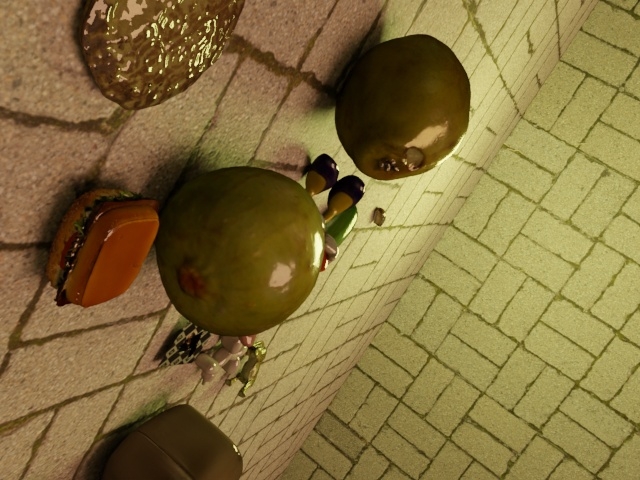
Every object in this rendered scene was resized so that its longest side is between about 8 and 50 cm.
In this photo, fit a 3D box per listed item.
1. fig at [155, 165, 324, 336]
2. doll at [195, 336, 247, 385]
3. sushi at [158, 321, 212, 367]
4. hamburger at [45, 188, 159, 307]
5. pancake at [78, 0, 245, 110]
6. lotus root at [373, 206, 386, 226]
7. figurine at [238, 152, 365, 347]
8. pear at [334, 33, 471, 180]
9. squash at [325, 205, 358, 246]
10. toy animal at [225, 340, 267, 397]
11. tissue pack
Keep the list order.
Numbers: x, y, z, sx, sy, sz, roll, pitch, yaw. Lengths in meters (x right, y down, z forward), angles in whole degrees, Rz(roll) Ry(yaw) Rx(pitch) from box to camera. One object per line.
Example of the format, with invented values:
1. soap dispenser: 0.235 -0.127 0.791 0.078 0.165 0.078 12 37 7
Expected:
1. fig: -0.110 0.003 0.930 0.258 0.258 0.326 -62 174 24
2. doll: -0.233 0.284 1.436 0.161 0.059 0.160 -44 160 -30
3. sushi: -0.281 0.208 1.232 0.120 0.026 0.126 -54 158 7
4. hamburger: -0.281 0.005 0.758 0.165 0.087 0.137 -58 162 17
5. pancake: -0.171 -0.246 0.668 0.235 0.029 0.211 -31 152 -50
6. lotus root: 0.193 -0.078 1.880 0.030 0.037 0.083 -51 162 -23
7. figurine: -0.067 0.010 1.210 0.193 0.154 0.420 -12 -139 55
8. pear: 0.159 -0.254 1.145 0.269 0.269 0.321 91 20 -61
9. squash: 0.002 0.001 1.473 0.292 0.082 0.082 -43 159 -31
10. toy animal: -0.194 0.337 1.639 0.136 0.073 0.181 -21 131 -73
11. tissue pack: -0.359 0.583 1.325 0.277 0.267 0.387 -31 153 -46
